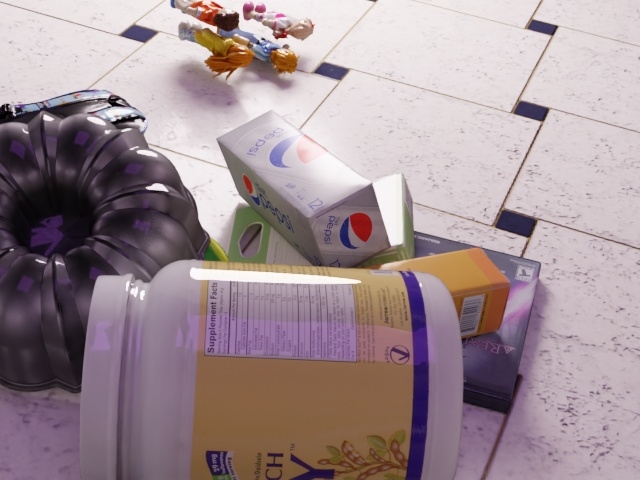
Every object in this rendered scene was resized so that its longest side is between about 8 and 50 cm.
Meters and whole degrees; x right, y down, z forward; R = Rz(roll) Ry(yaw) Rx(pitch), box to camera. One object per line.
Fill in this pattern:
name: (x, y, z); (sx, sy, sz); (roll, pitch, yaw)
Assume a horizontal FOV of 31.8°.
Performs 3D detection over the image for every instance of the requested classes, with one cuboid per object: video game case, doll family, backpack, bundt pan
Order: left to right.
bundt pan: (-0.287, -0.009, 1.223); (0.330, 0.124, 0.331); (1, 60, -1)
backpack: (-0.321, -0.126, 1.485); (0.158, 0.117, 0.173); (34, 44, 32)
doll family: (-0.121, -0.320, 1.816); (0.163, 0.118, 0.263); (30, 23, 38)
video game case: (0.153, 0.086, 1.358); (0.196, 0.026, 0.274); (14, 36, 10)

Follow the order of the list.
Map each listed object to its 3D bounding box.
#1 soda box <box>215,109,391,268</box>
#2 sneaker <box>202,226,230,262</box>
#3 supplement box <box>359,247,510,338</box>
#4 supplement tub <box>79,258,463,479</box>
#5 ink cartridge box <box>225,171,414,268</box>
soda box: (-0.027, -0.064, 1.398); (0.091, 0.098, 0.286); (-29, 33, -14)
sneaker: (-0.249, 0.011, 1.347); (0.295, 0.109, 0.124); (17, 64, 7)
supplement box: (0.095, 0.074, 1.280); (0.233, 0.080, 0.078); (-7, 38, -22)
supplement tub: (-0.049, 0.141, 1.063); (0.331, 0.241, 0.241); (3, 36, -6)
ink cartridge box: (0.000, 0.000, 1.427); (0.235, 0.056, 0.171); (-14, 33, 13)
